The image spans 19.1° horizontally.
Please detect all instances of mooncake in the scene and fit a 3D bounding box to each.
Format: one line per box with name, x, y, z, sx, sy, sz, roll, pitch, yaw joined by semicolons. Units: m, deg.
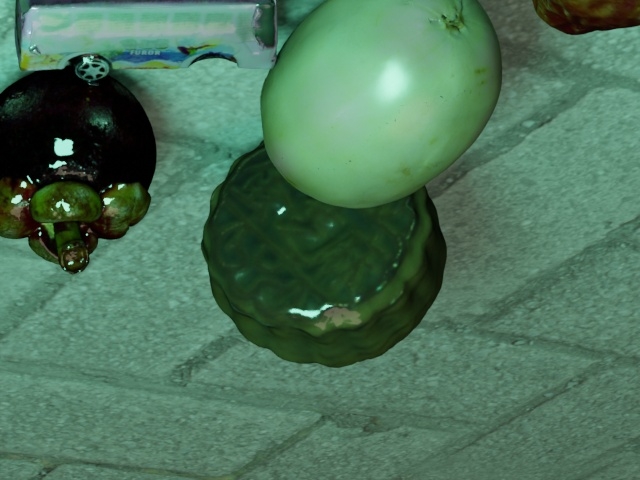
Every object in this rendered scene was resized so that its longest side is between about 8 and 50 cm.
mooncake;0.000;0.000;2.276;0.290;0.290;0.161;-10;157;5

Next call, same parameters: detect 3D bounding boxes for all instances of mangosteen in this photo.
mangosteen;-0.280;-0.067;2.096;0.211;0.250;0.211;-5;148;-3

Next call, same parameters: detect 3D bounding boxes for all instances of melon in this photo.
melon;0.060;-0.158;2.040;0.223;0.223;0.317;7;155;-28

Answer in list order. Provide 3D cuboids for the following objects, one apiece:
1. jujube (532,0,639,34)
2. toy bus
jujube;0.278;-0.291;1.879;0.190;0.190;0.255;-2;164;-13
toy bus;-0.177;-0.231;1.975;0.274;0.090;0.112;-3;148;-13
